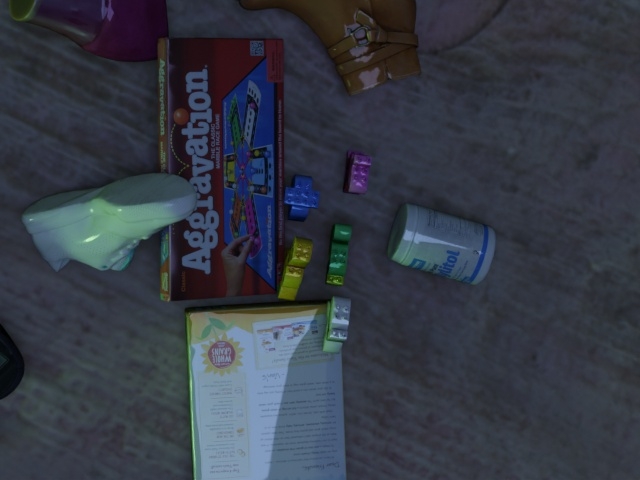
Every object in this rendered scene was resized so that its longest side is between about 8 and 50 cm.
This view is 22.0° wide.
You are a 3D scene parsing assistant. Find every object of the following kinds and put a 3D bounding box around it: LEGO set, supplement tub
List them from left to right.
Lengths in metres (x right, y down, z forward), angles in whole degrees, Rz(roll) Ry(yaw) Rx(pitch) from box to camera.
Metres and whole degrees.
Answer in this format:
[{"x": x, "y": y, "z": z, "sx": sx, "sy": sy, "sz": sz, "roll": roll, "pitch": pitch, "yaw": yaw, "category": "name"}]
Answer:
[{"x": 0.000, "y": 0.000, "z": 1.773, "sx": 0.087, "sy": 0.093, "sz": 0.227, "roll": 8, "pitch": 78, "yaw": -7, "category": "LEGO set"}, {"x": 0.136, "y": 0.004, "z": 1.835, "sx": 0.107, "sy": 0.071, "sz": 0.071, "roll": 15, "pitch": 92, "yaw": -10, "category": "supplement tub"}]

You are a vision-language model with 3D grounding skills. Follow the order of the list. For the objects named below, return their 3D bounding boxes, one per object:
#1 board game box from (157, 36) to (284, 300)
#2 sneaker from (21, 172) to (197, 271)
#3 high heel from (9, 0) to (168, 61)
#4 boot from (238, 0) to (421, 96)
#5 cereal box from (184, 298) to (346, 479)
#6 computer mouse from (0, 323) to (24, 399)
[{"x": -0.106, "y": -0.078, "z": 1.783, "sx": 0.145, "sy": 0.027, "sz": 0.281, "roll": -3, "pitch": 96, "yaw": -31, "category": "board game box"}, {"x": -0.212, "y": -0.011, "z": 1.744, "sx": 0.212, "sy": 0.080, "sz": 0.094, "roll": -7, "pitch": 113, "yaw": 30, "category": "sneaker"}, {"x": -0.215, "y": -0.383, "z": 1.748, "sx": 0.181, "sy": 0.127, "sz": 0.377, "roll": 15, "pitch": 87, "yaw": -41, "category": "high heel"}, {"x": 0.013, "y": -0.231, "z": 1.794, "sx": 0.197, "sy": 0.073, "sz": 0.152, "roll": -13, "pitch": 100, "yaw": -6, "category": "boot"}, {"x": -0.060, "y": 0.190, "z": 1.830, "sx": 0.173, "sy": 0.047, "sz": 0.240, "roll": -2, "pitch": 96, "yaw": -10, "category": "cereal box"}, {"x": -0.400, "y": 0.044, "z": 1.732, "sx": 0.262, "sy": 0.060, "sz": 0.184, "roll": 36, "pitch": 109, "yaw": -16, "category": "computer mouse"}]
